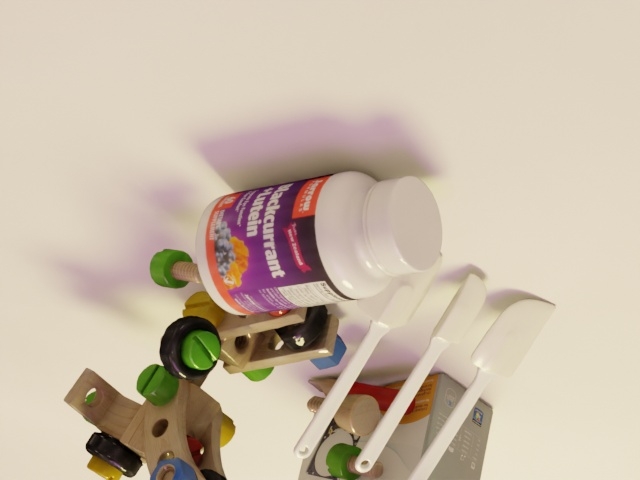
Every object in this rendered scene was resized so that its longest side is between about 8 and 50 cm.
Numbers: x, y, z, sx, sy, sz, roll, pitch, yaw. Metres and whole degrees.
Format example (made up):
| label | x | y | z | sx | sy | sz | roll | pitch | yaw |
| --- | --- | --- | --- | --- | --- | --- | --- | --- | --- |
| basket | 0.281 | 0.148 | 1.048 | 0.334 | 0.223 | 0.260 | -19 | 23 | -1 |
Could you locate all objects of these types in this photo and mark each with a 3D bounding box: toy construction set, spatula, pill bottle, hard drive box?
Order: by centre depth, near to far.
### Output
| label | x | y | z | sx | sy | sz | roll | pitch | yaw |
| --- | --- | --- | --- | --- | --- | --- | --- | --- | --- |
| pill bottle | 0.000 | 0.000 | 1.433 | 0.193 | 0.108 | 0.108 | -10 | 142 | 34 |
| spatula | 0.084 | 0.124 | 1.563 | 0.168 | 0.019 | 0.242 | 22 | 113 | -22 |
| toy construction set | -0.097 | 0.149 | 1.671 | 0.309 | 0.257 | 0.237 | 11 | 177 | -42 |
| hard drive box | 0.063 | 0.267 | 1.722 | 0.181 | 0.232 | 0.089 | -18 | 137 | 41 |
